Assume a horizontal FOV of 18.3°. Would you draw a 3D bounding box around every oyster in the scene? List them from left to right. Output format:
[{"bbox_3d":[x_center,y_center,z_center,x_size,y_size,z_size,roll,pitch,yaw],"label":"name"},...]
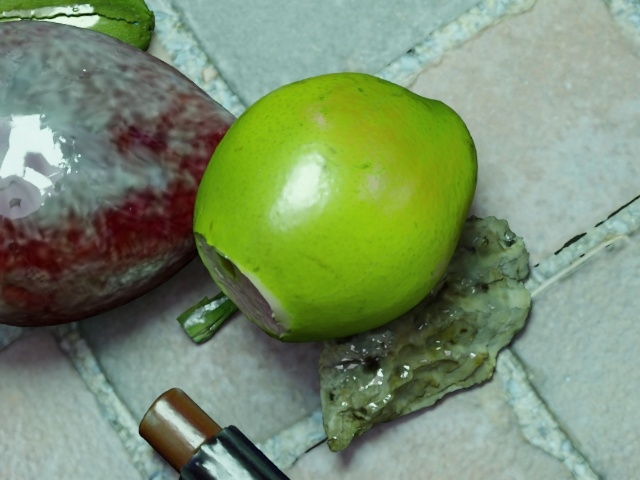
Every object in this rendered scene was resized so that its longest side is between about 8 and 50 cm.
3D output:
[{"bbox_3d":[0.072,0.058,1.514,0.209,0.072,0.133,-28,77,-2],"label":"oyster"}]

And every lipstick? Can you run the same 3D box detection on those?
[{"bbox_3d":[-0.022,0.223,1.477,0.300,0.081,0.081,42,84,14],"label":"lipstick"}]

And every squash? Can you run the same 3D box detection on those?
[{"bbox_3d":[-0.302,-0.152,1.607,0.341,0.094,0.094,-14,74,4],"label":"squash"}]

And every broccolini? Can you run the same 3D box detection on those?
[{"bbox_3d":[0.005,0.006,1.559,0.254,0.071,0.057,-37,98,6],"label":"broccolini"}]

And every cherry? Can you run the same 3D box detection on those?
[{"bbox_3d":[-0.197,-0.051,1.508,0.300,0.203,0.230,-5,66,-4],"label":"cherry"}]

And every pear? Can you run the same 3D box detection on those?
[{"bbox_3d":[0.015,-0.032,1.443,0.187,0.187,0.220,42,73,15],"label":"pear"}]
